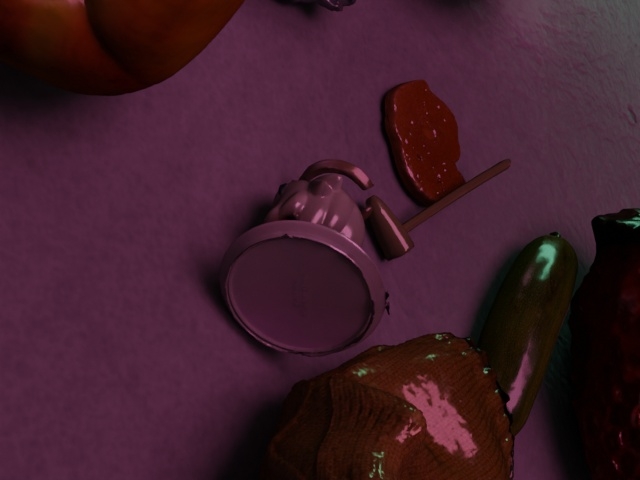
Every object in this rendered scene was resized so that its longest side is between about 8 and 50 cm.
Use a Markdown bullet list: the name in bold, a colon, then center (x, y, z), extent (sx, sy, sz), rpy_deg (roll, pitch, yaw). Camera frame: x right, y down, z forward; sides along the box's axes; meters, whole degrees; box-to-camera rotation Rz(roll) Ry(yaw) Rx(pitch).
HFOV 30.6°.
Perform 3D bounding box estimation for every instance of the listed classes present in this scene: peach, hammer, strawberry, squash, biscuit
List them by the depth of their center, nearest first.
- **peach**: center (-0.142, -0.234, 0.775), extent (0.281, 0.238, 0.281), rpy_deg (-5, 90, -84)
- **hammer**: center (0.116, -0.048, 1.109), extent (0.195, 0.028, 0.060), rpy_deg (-31, 98, -38)
- **squash**: center (0.199, 0.085, 1.135), extent (0.080, 0.071, 0.318), rpy_deg (48, 45, -24)
- **biscuit**: center (0.101, -0.096, 1.142), extent (0.102, 0.019, 0.130), rpy_deg (1, 74, -47)
- **strawberry**: center (0.392, 0.134, 1.187), extent (0.292, 0.292, 0.310), rpy_deg (-11, 109, -49)

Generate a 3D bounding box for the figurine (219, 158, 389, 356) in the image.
- **figurine**: center (0.000, 0.000, 0.932), extent (0.132, 0.132, 0.153), rpy_deg (49, 32, -22)

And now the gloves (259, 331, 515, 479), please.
- **gloves**: center (0.039, 0.189, 0.854), extent (0.356, 0.155, 0.203), rpy_deg (-35, 108, -64)

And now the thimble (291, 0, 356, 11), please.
- **thimble**: center (-0.004, -0.279, 1.022), extent (0.151, 0.127, 0.118), rpy_deg (13, 67, -43)
